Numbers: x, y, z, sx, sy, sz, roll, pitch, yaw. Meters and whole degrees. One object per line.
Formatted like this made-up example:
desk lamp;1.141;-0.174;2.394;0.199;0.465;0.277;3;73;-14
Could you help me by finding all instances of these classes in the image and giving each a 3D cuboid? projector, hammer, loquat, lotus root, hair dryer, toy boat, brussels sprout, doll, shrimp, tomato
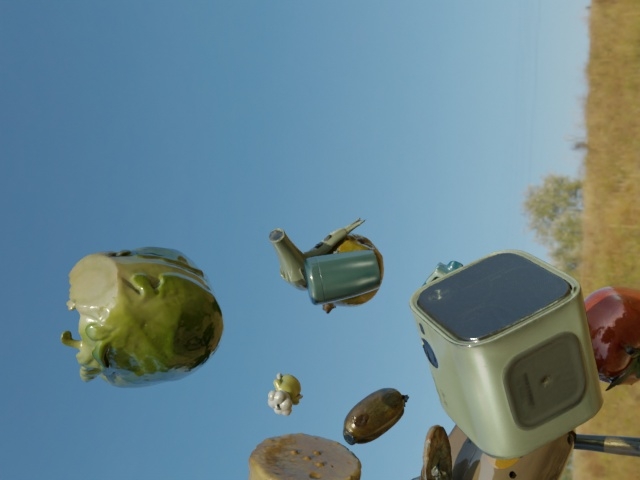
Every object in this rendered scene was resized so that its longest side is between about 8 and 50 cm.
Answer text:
projector;0.329;0.194;1.232;0.248;0.248;0.249;-25;-67;-10
hammer;0.647;0.538;1.860;0.044;0.440;0.168;-34;-73;-43
loquat;0.065;0.099;1.949;0.213;0.213;0.246;-15;-45;-60
lotus root;0.170;0.557;2.204;0.241;0.123;0.124;-26;-52;-26
hair dryer;-0.027;-0.004;1.811;0.267;0.092;0.229;-51;-40;4
toy boat;0.241;0.133;1.436;0.102;0.088;0.215;-59;-8;-36
brussels sprout;-0.364;0.157;1.456;0.371;0.314;0.276;75;-178;-61
doll;-0.105;0.456;2.054;0.106;0.062;0.162;45;-158;-2
shrimp;0.256;0.511;1.521;0.126;0.047;0.223;-42;-54;-52
tomato;0.740;0.232;1.698;0.255;0.224;0.256;-9;-59;-16

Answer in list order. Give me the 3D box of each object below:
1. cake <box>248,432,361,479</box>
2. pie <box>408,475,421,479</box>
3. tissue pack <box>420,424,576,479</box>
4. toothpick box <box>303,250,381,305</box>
cake;-0.058;0.737;1.897;0.332;0.332;0.321;-12;-67;-60
pie;0.219;0.720;1.933;0.274;0.274;0.055;3;-116;-61
tissue pack;0.457;0.528;1.698;0.387;0.277;0.267;-55;-50;-17
toothpick box;0.056;0.087;1.715;0.120;0.184;0.120;169;90;-83
